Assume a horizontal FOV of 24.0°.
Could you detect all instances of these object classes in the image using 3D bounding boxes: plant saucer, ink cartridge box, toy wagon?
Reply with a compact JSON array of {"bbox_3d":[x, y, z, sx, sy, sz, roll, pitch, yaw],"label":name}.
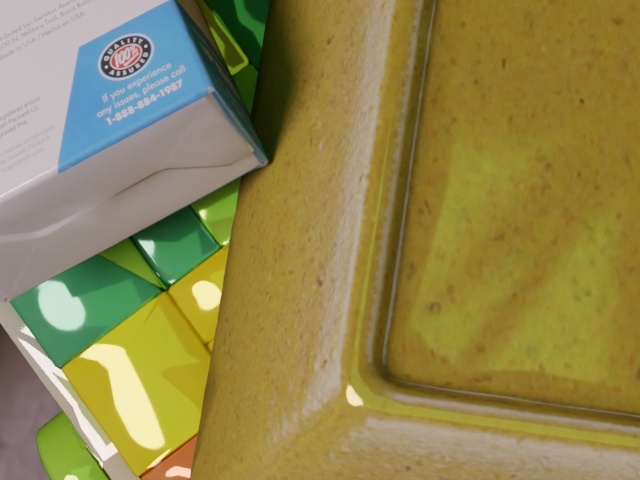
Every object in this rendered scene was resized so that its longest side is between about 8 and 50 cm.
[{"bbox_3d":[0.137,-0.040,0.481,0.333,0.081,0.332,7,79,6],"label":"plant saucer"},{"bbox_3d":[-0.102,-0.086,0.510,0.104,0.061,0.181,-27,65,5],"label":"ink cartridge box"},{"bbox_3d":[0.000,0.000,0.570,0.267,0.068,0.344,-37,81,1],"label":"toy wagon"}]
